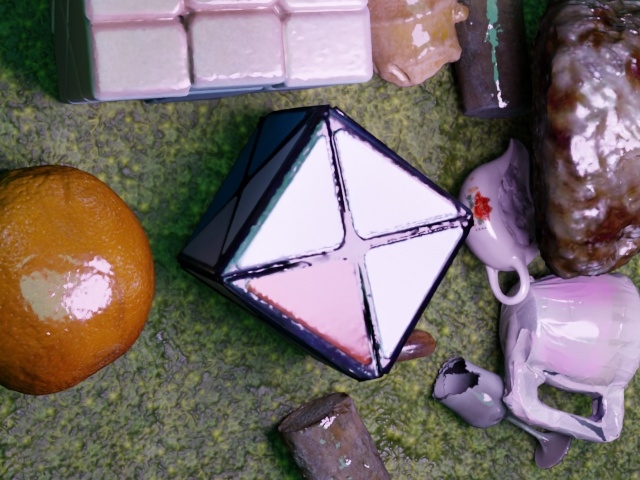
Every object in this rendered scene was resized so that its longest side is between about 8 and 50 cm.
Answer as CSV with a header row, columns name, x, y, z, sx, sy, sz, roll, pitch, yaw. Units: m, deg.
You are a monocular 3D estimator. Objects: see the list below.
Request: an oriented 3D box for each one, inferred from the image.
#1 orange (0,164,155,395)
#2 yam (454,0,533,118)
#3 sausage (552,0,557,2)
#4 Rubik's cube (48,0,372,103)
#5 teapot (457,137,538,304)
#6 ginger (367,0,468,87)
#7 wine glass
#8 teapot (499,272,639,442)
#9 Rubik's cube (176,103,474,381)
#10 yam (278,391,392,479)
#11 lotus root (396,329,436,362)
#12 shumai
name,x,y,z,sx,sy,sz,roll,pitch,yaw
orange,-0.318,0.040,1.523,0.264,0.264,0.264,-1,94,-18
yam,0.222,-0.290,1.746,0.106,0.106,0.259,-8,93,-17
sausage,0.464,-0.214,1.836,0.094,0.094,0.419,-36,105,17
Rubik's cube,-0.142,-0.321,1.514,0.315,0.322,0.319,-5,96,-16
teapot,0.238,-0.021,1.759,0.145,0.092,0.226,13,64,-43
ginger,0.101,-0.374,1.686,0.189,0.126,0.354,6,97,10
wine glass,0.247,0.233,1.801,0.195,0.079,0.079,32,84,-18
teapot,0.323,0.146,1.783,0.178,0.163,0.222,5,103,-15
Rubik's cube,0.000,0.000,1.619,0.250,0.246,0.248,35,82,-17
yam,0.032,0.303,1.723,0.107,0.107,0.194,-29,102,-14
lotus root,0.118,0.142,1.779,0.083,0.030,0.037,-9,95,-18
shumai,0.430,-0.127,1.639,0.348,0.395,0.395,3,93,6
